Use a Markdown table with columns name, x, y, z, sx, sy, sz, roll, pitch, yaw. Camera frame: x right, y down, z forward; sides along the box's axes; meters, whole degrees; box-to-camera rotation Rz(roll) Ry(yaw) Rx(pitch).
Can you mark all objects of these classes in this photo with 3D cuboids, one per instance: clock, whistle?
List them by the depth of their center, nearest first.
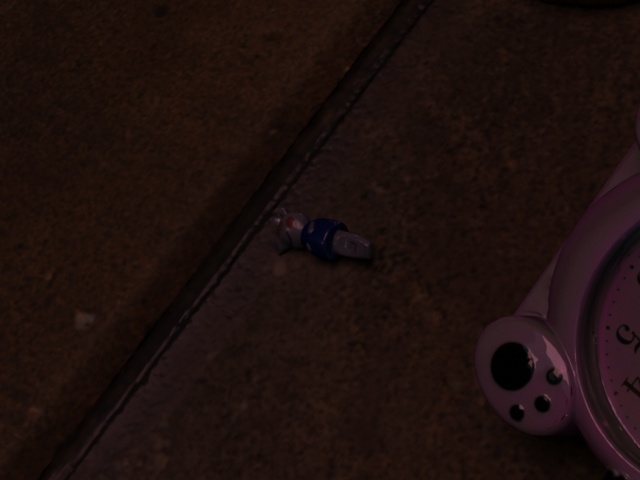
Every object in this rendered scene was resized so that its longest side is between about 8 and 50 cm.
| name | x | y | z | sx | sy | sz | roll | pitch | yaw |
| --- | --- | --- | --- | --- | --- | --- | --- | --- | --- |
| clock | 0.229 | 0.061 | 0.760 | 0.248 | 0.090 | 0.227 | 42 | 109 | 30 |
| whistle | 0.000 | 0.000 | 0.977 | 0.083 | 0.029 | 0.033 | 14 | 102 | 35 |

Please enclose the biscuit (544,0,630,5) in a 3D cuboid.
| name | x | y | z | sx | sy | sz | roll | pitch | yaw |
| --- | --- | --- | --- | --- | --- | --- | --- | --- | --- |
| biscuit | 0.240 | -0.329 | 1.075 | 0.312 | 0.057 | 0.351 | 31 | 74 | 33 |
